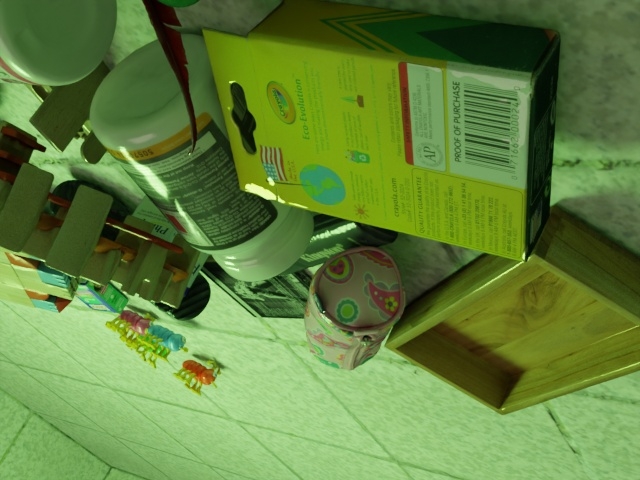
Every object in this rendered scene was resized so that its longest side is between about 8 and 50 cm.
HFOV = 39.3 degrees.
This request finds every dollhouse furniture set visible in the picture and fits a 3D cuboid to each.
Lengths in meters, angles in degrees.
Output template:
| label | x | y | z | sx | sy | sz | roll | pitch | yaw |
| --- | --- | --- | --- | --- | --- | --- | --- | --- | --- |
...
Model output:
| label | x | y | z | sx | sy | sz | roll | pitch | yaw |
| --- | --- | --- | --- | --- | --- | --- | --- | --- | --- |
| dollhouse furniture set | -0.285 | -0.035 | 1.057 | 0.259 | 0.135 | 0.262 | 20 | 175 | 17 |
| dollhouse furniture set | -0.333 | -0.150 | 1.144 | 0.151 | 0.123 | 0.144 | 6 | 147 | 37 |

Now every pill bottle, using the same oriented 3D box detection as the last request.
| label | x | y | z | sx | sy | sz | roll | pitch | yaw |
| --- | --- | --- | --- | --- | --- | --- | --- | --- | --- |
| pill bottle | -0.123 | -0.084 | 1.022 | 0.162 | 0.162 | 0.278 | 8 | 147 | 34 |
| pill bottle | -0.370 | -0.251 | 0.956 | 0.283 | 0.160 | 0.160 | 10 | 149 | 33 |

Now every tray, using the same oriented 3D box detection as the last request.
| label | x | y | z | sx | sy | sz | roll | pitch | yaw |
| --- | --- | --- | --- | --- | --- | --- | --- | --- | --- |
| tray | 0.253 | 0.105 | 1.110 | 0.203 | 0.076 | 0.411 | 31 | 153 | -6 |

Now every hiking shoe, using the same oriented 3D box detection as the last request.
| label | x | y | z | sx | sy | sz | roll | pitch | yaw |
| --- | --- | --- | --- | --- | --- | --- | --- | --- | --- |
| hiking shoe | -0.314 | 0.022 | 1.456 | 0.304 | 0.113 | 0.132 | 43 | 173 | -6 |

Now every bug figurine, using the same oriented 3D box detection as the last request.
| label | x | y | z | sx | sy | sz | roll | pitch | yaw |
| --- | --- | --- | --- | --- | --- | --- | --- | --- | --- |
| bug figurine | -0.326 | 0.223 | 1.873 | 0.216 | 0.072 | 0.279 | 23 | 159 | 24 |

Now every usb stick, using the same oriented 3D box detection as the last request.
| label | x | y | z | sx | sy | sz | roll | pitch | yaw |
| --- | --- | --- | --- | --- | --- | --- | --- | --- | --- |
| usb stick | 0.000 | 0.000 | 1.188 | 0.077 | 0.045 | 0.278 | 35 | 153 | -22 |

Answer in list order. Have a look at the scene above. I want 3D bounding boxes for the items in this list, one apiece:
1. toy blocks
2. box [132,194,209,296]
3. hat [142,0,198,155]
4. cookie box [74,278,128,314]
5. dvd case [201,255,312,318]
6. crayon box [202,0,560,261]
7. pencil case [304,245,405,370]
| label | x | y | z | sx | sy | sz | roll | pitch | yaw |
| --- | --- | --- | --- | --- | --- | --- | --- | --- | --- |
| toy blocks | -0.549 | 0.022 | 1.640 | 0.261 | 0.191 | 0.381 | 14 | 152 | 3 |
| box | -0.204 | -0.012 | 1.255 | 0.072 | 0.137 | 0.126 | 17 | 152 | 20 |
| hat | -0.138 | -0.208 | 0.726 | 0.208 | 0.184 | 0.173 | 25 | 165 | -24 |
| cookie box | -0.458 | 0.104 | 1.818 | 0.092 | 0.040 | 0.107 | 1 | 144 | 41 |
| dvd case | -0.086 | 0.075 | 1.437 | 0.221 | 0.018 | 0.164 | -4 | 140 | 47 |
| crayon box | 0.056 | -0.112 | 0.843 | 0.318 | 0.081 | 0.202 | 15 | 136 | 24 |
| pencil case | 0.041 | 0.100 | 1.204 | 0.124 | 0.124 | 0.284 | 26 | 164 | 4 |
